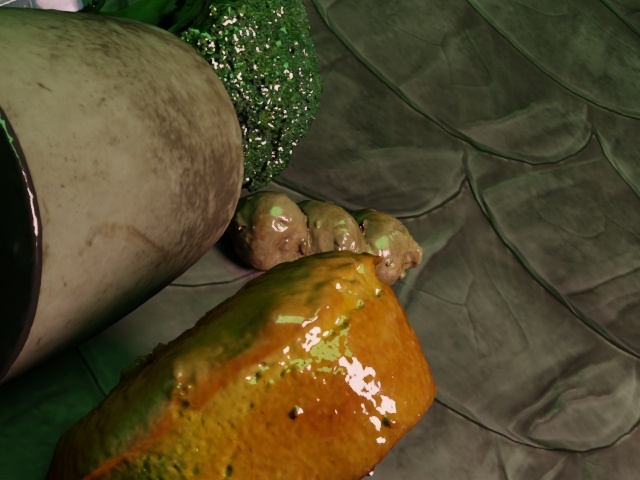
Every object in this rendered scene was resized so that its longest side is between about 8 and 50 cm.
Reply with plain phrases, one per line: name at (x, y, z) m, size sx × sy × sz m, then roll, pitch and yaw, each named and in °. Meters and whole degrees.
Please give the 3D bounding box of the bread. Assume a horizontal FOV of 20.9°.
bread at (-0.060, 0.138, 1.288) m, size 0.172 × 0.312 × 0.312 m, roll 54°, pitch 36°, yaw 2°

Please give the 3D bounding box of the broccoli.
broccoli at (-0.120, -0.165, 1.620) m, size 0.245 × 0.265 × 0.294 m, roll 0°, pitch 18°, yaw -10°

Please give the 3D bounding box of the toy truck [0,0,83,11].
toy truck at (-0.306, -0.243, 1.485) m, size 0.367 × 0.146 × 0.175 m, roll -31°, pitch 33°, yaw -33°

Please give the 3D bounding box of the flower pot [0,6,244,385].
flower pot at (-0.237, -0.045, 1.330) m, size 0.293 × 0.293 × 0.330 m, roll 49°, pitch 30°, yaw 11°

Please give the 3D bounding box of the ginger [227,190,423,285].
ginger at (0.000, 0.000, 1.665) m, size 0.204 × 0.080 × 0.104 m, roll 7°, pitch 23°, yaw -41°
